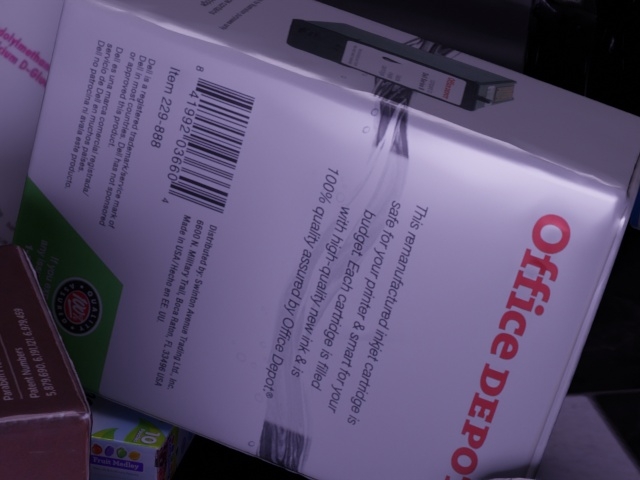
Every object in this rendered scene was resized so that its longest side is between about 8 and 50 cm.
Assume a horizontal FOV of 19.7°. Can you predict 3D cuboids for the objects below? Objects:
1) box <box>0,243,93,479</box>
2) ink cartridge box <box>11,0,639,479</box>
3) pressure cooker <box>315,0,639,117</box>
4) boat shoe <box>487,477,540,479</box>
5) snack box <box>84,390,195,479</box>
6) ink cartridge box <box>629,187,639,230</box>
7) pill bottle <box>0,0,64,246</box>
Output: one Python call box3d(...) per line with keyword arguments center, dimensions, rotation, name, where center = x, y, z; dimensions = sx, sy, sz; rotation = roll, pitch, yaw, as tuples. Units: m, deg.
box3d(center=(-0.208, 0.115, 0.779), dimensions=(0.203, 0.168, 0.167), rotation=(-5, 26, -17), name="box")
box3d(center=(0.000, 0.000, 0.947), dimensions=(0.289, 0.211, 0.121), rotation=(21, 25, 8), name="ink cartridge box")
box3d(center=(0.052, -0.240, 1.319), dimensions=(0.420, 0.376, 0.370), rotation=(15, 22, 19), name="pressure cooker")
box3d(center=(0.176, 0.153, 0.832), dimensions=(0.258, 0.095, 0.084), rotation=(13, 31, 18), name="boat shoe")
box3d(center=(-0.140, 0.091, 0.996), dimensions=(0.141, 0.037, 0.100), rotation=(9, 26, 10), name="snack box")
box3d(center=(0.348, -0.099, 1.306), dimensions=(0.168, 0.171, 0.232), rotation=(17, 28, 27), name="ink cartridge box")
box3d(center=(-0.168, -0.107, 1.102), dimensions=(0.160, 0.283, 0.160), rotation=(36, -7, 5), name="pill bottle")
